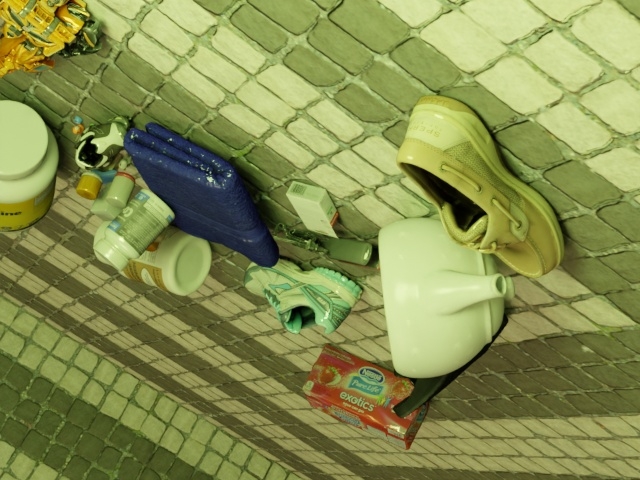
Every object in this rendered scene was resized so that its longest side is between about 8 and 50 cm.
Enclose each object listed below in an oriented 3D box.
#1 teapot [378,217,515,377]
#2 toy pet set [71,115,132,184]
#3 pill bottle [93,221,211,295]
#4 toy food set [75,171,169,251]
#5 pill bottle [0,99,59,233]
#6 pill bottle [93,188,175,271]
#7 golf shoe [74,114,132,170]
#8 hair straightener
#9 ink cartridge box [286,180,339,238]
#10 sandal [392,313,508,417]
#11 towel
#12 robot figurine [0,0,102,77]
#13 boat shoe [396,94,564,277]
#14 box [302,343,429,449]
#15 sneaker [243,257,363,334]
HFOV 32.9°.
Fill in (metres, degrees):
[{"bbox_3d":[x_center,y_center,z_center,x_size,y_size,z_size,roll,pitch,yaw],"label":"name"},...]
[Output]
[{"bbox_3d":[0.189,0.079,1.580,0.187,0.256,0.252,-7,130,5],"label":"teapot"},{"bbox_3d":[-0.404,-0.151,1.970,0.122,0.065,0.114,28,159,4],"label":"toy pet set"},{"bbox_3d":[-0.348,0.024,2.215,0.229,0.131,0.131,15,156,32],"label":"pill bottle"},{"bbox_3d":[-0.339,-0.079,1.992,0.111,0.104,0.232,-1,150,35],"label":"toy food set"},{"bbox_3d":[-0.598,-0.141,2.065,0.188,0.187,0.334,31,159,-6],"label":"pill bottle"},{"bbox_3d":[-0.325,-0.017,1.880,0.078,0.137,0.078,38,167,11],"label":"pill bottle"},{"bbox_3d":[-0.394,-0.159,1.862,0.198,0.094,0.077,-24,98,54],"label":"golf shoe"},{"bbox_3d":[0.000,0.000,1.828,0.230,0.047,0.089,19,180,40],"label":"hair straightener"},{"bbox_3d":[-0.007,-0.049,1.754,0.063,0.029,0.115,17,157,28],"label":"ink cartridge box"},{"bbox_3d":[0.212,0.195,1.920,0.107,0.168,0.445,51,155,14],"label":"sandal"},{"bbox_3d":[-0.193,-0.078,1.854,0.228,0.076,0.308,22,161,22],"label":"towel"},{"bbox_3d":[-0.445,-0.323,1.591,0.211,0.085,0.291,40,157,-29],"label":"robot figurine"},{"bbox_3d":[0.200,-0.040,1.394,0.122,0.110,0.341,5,149,47],"label":"boat shoe"},{"bbox_3d":[0.103,0.349,2.408,0.257,0.122,0.128,21,158,19],"label":"box"},{"bbox_3d":[-0.059,0.108,2.053,0.283,0.122,0.110,7,150,45],"label":"sneaker"}]
